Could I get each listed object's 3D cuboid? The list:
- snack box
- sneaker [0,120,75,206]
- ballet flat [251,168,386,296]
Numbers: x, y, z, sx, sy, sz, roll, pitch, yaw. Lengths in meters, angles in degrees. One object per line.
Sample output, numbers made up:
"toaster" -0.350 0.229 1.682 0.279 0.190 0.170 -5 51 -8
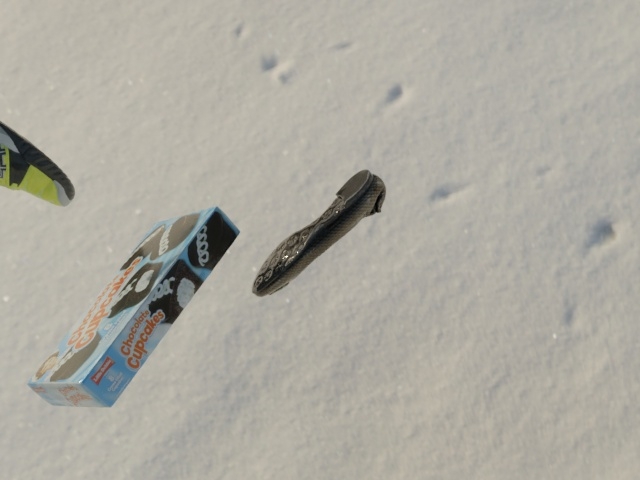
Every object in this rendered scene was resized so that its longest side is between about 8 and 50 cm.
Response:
"snack box" -0.264 0.094 1.450 0.187 0.060 0.322 -11 38 52
"sneaker" -0.633 -0.161 1.881 0.147 0.385 0.145 -58 27 -4
"ballet flat" 0.000 0.000 1.461 0.250 0.058 0.084 -44 27 11
